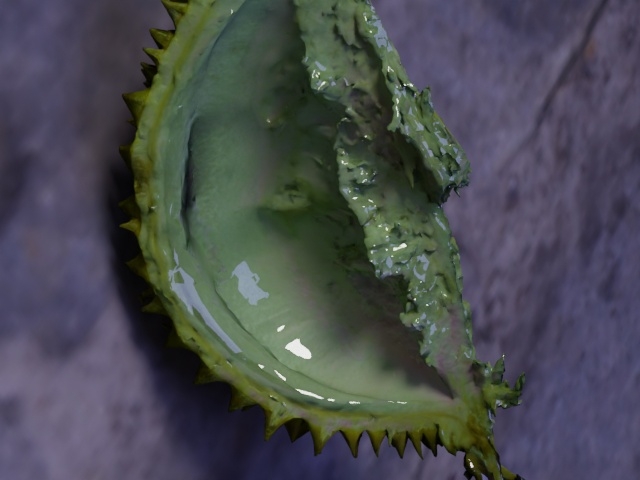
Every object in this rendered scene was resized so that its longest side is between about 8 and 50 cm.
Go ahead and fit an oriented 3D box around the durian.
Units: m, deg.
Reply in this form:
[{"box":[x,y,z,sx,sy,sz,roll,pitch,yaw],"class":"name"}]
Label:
[{"box":[0.000,0.000,0.536,0.086,0.100,0.215,-35,111,-39],"class":"durian"}]
